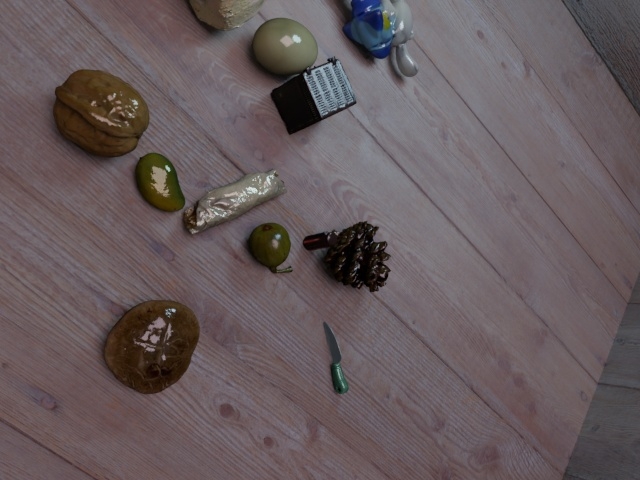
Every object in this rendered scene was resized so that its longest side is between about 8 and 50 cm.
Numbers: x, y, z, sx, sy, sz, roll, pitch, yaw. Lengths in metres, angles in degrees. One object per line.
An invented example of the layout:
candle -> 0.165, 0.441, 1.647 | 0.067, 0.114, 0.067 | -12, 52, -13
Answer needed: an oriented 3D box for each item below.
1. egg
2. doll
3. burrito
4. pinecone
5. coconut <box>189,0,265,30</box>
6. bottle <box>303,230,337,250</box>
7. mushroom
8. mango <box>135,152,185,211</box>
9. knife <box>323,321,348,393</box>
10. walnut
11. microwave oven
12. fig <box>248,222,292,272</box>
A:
egg -> -0.118, -0.667, 1.855 | 0.241, 0.186, 0.186 | -1, 85, -32
doll -> 0.231, -0.850, 2.103 | 0.365, 0.187, 0.376 | 0, 62, -39
burrito -> -0.279, -0.137, 1.767 | 0.392, 0.076, 0.117 | -29, 92, -32
pinecone -> 0.136, 0.057, 1.908 | 0.257, 0.243, 0.244 | 44, 64, -34
coconut -> -0.296, -0.850, 1.711 | 0.254, 0.297, 0.297 | -42, 105, -25
bottle -> 0.000, 0.000, 1.860 | 0.060, 0.164, 0.060 | 4, 83, -30
mushroom -> -0.478, 0.307, 1.556 | 0.278, 0.146, 0.278 | -1, 92, -32
mango -> -0.492, -0.173, 1.637 | 0.122, 0.085, 0.191 | -23, 95, -33
knife -> 0.054, 0.416, 1.903 | 0.034, 0.063, 0.261 | -13, 91, -36
walnut -> -0.620, -0.357, 1.509 | 0.257, 0.257, 0.225 | 27, 104, -25
microwave oven -> -0.023, -0.500, 1.862 | 0.188, 0.247, 0.178 | -34, 104, -28
fig -> -0.169, 0.030, 1.796 | 0.142, 0.186, 0.148 | 30, 37, 21
